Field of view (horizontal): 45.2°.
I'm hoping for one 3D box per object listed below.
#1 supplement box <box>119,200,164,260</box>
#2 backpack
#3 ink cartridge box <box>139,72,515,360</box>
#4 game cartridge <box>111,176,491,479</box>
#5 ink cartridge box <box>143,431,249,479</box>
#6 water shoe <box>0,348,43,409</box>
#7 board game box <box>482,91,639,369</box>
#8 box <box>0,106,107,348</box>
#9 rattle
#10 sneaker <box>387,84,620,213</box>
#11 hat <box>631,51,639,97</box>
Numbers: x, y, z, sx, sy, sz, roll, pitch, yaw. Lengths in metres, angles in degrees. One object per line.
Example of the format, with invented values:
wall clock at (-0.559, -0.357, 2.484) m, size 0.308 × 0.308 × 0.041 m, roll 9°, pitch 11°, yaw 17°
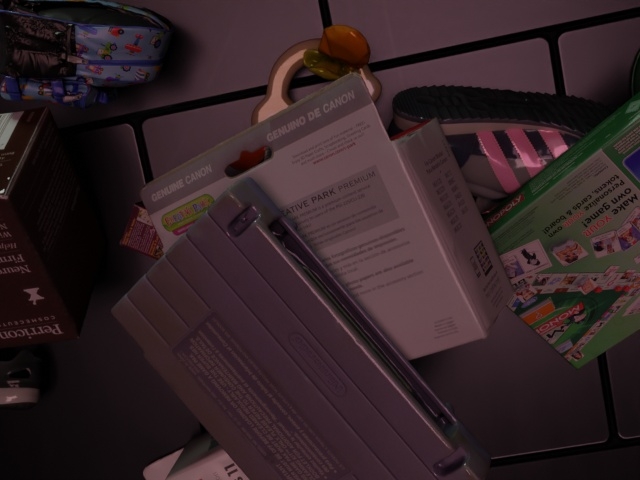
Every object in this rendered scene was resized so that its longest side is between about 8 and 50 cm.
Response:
supplement box at (-0.189, -0.007, 0.925) m, size 0.083 × 0.043 × 0.055 m, roll 23°, pitch 100°, yaw 0°
backpack at (-0.251, -0.209, 0.852) m, size 0.173 × 0.158 × 0.117 m, roll 4°, pitch 107°, yaw -8°
ink cartridge box at (0.000, 0.000, 0.813) m, size 0.309 × 0.130 × 0.272 m, roll -22°, pitch 97°, yaw 31°
game cartridge at (-0.031, 0.139, 0.769) m, size 0.355 × 0.068 × 0.230 m, roll 50°, pitch 126°, yaw 0°
ink cartridge box at (-0.037, 0.303, 0.918) m, size 0.353 × 0.119 × 0.207 m, roll -28°, pitch 95°, yaw 8°
water shoe at (-0.445, 0.167, 0.970) m, size 0.203 × 0.073 × 0.080 m, roll 4°, pitch 72°, yaw 5°
board game box at (0.329, -0.018, 0.809) m, size 0.213 × 0.046 × 0.317 m, roll 40°, pitch 116°, yaw -19°
box at (-0.356, -0.010, 0.836) m, size 0.168 × 0.167 × 0.203 m, roll -8°, pitch 130°, yaw 4°
rattle at (-0.024, -0.137, 0.849) m, size 0.199 × 0.143 × 0.130 m, roll -37°, pitch 112°, yaw 3°
sneaker at (0.230, -0.091, 0.864) m, size 0.318 × 0.112 × 0.131 m, roll 7°, pitch 124°, yaw 1°
hat at (0.444, -0.178, 0.776) m, size 0.208 × 0.183 × 0.173 m, roll -40°, pitch 93°, yaw 9°
